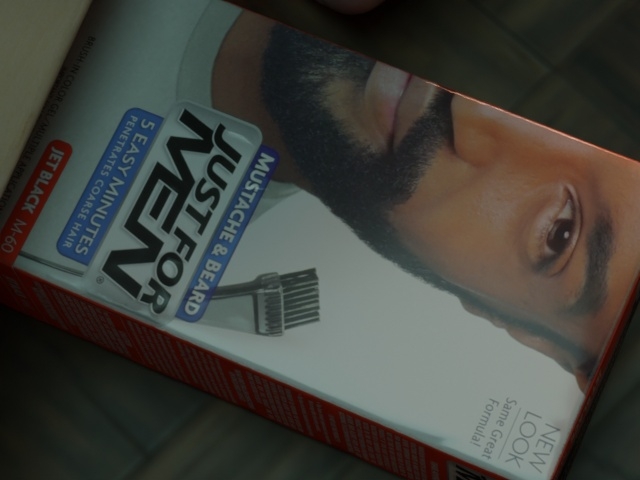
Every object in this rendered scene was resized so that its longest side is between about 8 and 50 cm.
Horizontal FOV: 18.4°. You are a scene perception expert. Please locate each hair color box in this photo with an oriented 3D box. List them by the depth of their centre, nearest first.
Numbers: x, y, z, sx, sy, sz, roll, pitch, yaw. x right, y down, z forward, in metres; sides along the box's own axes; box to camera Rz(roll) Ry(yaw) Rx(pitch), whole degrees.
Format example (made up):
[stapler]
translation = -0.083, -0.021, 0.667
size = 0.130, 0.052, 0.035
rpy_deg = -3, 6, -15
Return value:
[hair color box]
translation = 0.000, 0.000, 0.528
size = 0.167, 0.053, 0.093
rpy_deg = 22, 73, 11

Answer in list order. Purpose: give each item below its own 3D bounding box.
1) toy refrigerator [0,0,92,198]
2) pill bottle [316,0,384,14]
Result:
[toy refrigerator]
translation = -0.115, -0.083, 0.516
size = 0.094, 0.102, 0.269
rpy_deg = 29, 77, -26
[pill bottle]
translation = 0.044, -0.142, 0.556
size = 0.160, 0.087, 0.087
rpy_deg = -40, 71, -9
